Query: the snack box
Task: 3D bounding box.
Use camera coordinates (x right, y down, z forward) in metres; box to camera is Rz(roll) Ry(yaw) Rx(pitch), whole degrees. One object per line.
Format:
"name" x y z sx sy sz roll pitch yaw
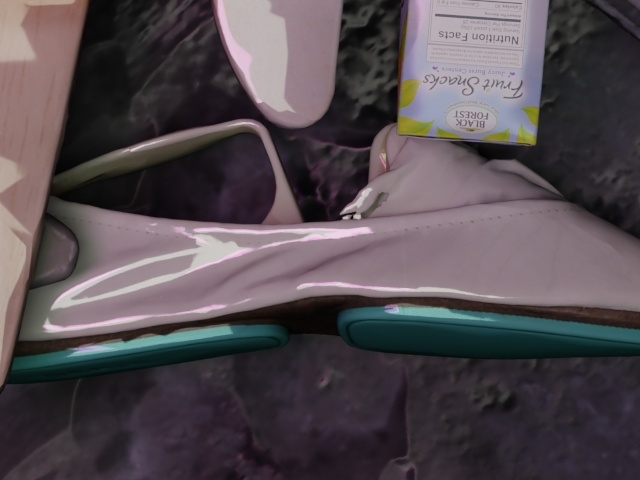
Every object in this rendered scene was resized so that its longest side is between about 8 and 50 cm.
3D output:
"snack box" 0.076 -0.157 0.931 0.070 0.174 0.207 3 98 3

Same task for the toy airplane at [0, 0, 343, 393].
"toy airplane" -0.167 -0.163 0.917 0.386 0.272 0.384 -43 109 -21

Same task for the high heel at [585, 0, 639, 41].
"high heel" 0.263 -0.175 0.982 0.186 0.093 0.261 34 90 -21

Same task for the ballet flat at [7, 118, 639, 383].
"ballet flat" 0.000 0.000 0.993 0.400 0.139 0.139 -2 99 4
